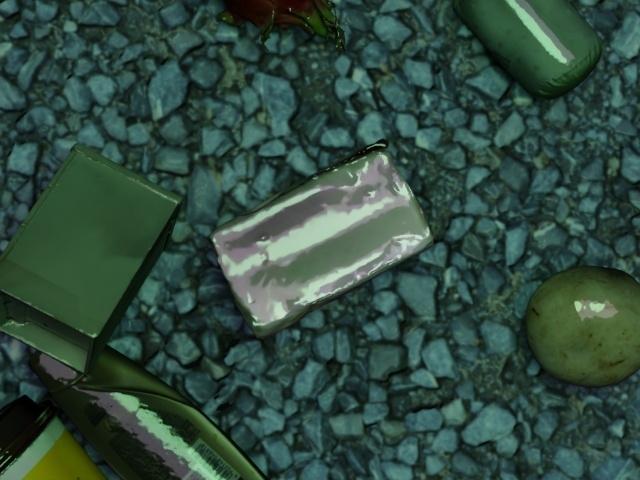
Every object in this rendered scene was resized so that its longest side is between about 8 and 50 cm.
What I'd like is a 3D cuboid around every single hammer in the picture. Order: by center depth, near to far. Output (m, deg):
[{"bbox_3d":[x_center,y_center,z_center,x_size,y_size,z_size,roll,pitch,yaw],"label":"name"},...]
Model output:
[{"bbox_3d":[0.346,-0.352,1.423,0.335,0.119,0.206,-43,92,-12],"label":"hammer"}]

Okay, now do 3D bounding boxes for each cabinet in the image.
[{"bbox_3d":[-0.287,0.024,1.293,0.150,0.145,0.206,28,61,-2],"label":"cabinet"}]

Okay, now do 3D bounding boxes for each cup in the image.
[{"bbox_3d":[-0.324,0.331,1.290,0.196,0.196,0.279,-43,97,-6],"label":"cup"}]

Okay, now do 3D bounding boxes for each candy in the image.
[{"bbox_3d":[0.000,0.000,1.363,0.265,0.116,0.155,-29,89,-6],"label":"candy"}]

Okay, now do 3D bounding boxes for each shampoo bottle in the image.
[{"bbox_3d":[-0.212,0.243,1.348,0.350,0.084,0.125,41,82,0],"label":"shampoo bottle"}]

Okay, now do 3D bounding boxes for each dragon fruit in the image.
[{"bbox_3d":[-0.061,-0.319,1.380,0.137,0.135,0.236,-42,107,-11],"label":"dragon fruit"}]

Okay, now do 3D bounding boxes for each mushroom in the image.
[{"bbox_3d":[0.344,0.109,1.379,0.166,0.127,0.166,2,106,8],"label":"mushroom"}]
